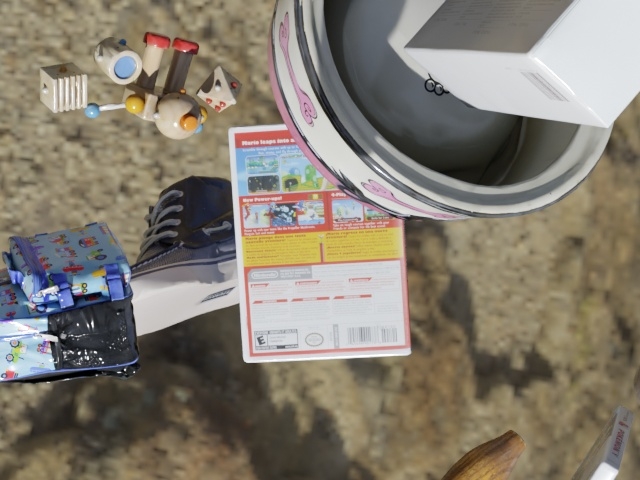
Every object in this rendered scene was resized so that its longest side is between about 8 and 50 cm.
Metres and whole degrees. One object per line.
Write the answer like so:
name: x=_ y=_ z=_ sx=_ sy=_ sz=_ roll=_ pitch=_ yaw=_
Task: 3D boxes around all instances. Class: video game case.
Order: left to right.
video game case: x=0.000 y=0.000 z=2.063 sx=0.025 sy=0.204 sz=0.285 roll=-41 pitch=127 yaw=-82
video game case: x=0.265 y=0.285 z=1.821 sx=0.201 sy=0.023 sz=0.183 roll=-61 pitch=173 yaw=19

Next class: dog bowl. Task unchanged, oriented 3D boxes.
dog bowl: x=0.123 y=-0.201 z=1.900 sx=0.408 sy=0.150 sz=0.408 roll=9 pitch=71 yaw=-27

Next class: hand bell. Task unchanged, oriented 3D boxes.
hand bell: x=0.068 y=0.233 z=1.349 sx=0.242 sy=0.126 sz=0.126 roll=-42 pitch=133 yaw=-15

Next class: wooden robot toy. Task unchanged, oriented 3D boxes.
wooden robot toy: x=-0.119 y=-0.111 z=1.302 sx=0.173 sy=0.079 sz=0.076 roll=6 pitch=112 yaw=-35

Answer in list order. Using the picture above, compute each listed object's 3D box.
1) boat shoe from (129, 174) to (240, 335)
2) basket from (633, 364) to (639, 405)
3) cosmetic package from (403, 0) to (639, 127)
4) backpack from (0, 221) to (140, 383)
boat shoe: x=-0.190 y=0.012 z=2.150 sx=0.158 sy=0.127 sz=0.340 roll=57 pitch=28 yaw=12
basket: x=0.431 y=0.097 z=1.792 sx=0.204 sy=0.154 sz=0.227 roll=-97 pitch=-157 yaw=-49
cosmetic package: x=0.239 y=-0.238 z=1.475 sx=0.097 sy=0.377 sz=0.284 roll=40 pitch=88 yaw=-14
backpack: x=-0.265 y=0.064 z=1.607 sx=0.173 sy=0.158 sz=0.117 roll=-9 pitch=113 yaw=-11
